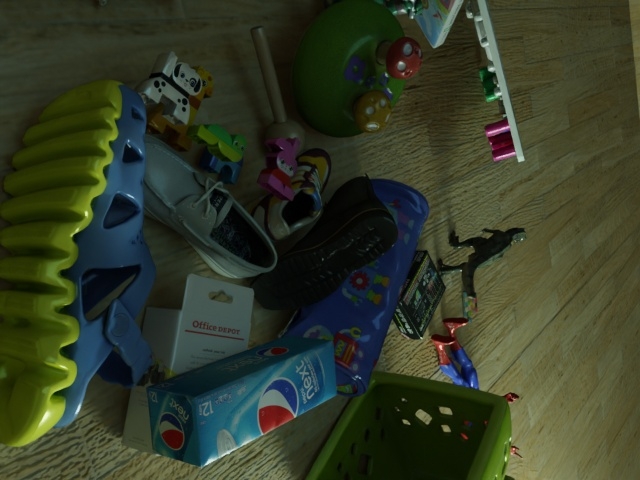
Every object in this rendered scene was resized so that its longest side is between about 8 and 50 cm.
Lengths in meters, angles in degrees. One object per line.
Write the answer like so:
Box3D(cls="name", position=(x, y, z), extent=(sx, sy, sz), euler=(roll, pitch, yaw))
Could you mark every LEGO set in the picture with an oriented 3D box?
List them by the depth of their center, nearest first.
Box3D(cls="LEGO set", position=(-0.115, -0.136, 0.690), extent=(0.227, 0.087, 0.093), euler=(35, 68, -48))

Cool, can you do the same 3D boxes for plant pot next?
Box3D(cls="plant pot", position=(0.143, 0.350, 0.892), extent=(0.228, 0.227, 0.207), euler=(-50, 131, -38))

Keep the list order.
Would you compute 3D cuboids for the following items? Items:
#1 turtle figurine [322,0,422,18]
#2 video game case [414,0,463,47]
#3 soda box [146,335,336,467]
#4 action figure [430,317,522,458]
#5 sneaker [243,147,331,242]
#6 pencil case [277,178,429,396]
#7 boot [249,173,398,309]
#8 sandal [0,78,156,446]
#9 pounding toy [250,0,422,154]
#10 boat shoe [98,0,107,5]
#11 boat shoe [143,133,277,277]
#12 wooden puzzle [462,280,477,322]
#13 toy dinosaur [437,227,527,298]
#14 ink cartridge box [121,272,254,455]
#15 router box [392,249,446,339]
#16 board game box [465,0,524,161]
Box3D(cls="turtle figurine", position=(0.060, -0.318, 0.888), extent=(0.175, 0.118, 0.234), euler=(-17, 120, -31))
Box3D(cls="video game case", position=(0.133, -0.403, 0.893), extent=(0.023, 0.193, 0.213), euler=(-29, 84, -4))
Box3D(cls="soda box", position=(-0.072, 0.157, 0.654), extent=(0.210, 0.071, 0.067), euler=(-12, 99, -52))
Box3D(cls="action figure", position=(0.302, 0.283, 1.149), extent=(0.091, 0.139, 0.281), euler=(-40, 121, -41))
Box3D(cls="sneaker", position=(-0.021, -0.058, 0.808), extent=(0.185, 0.083, 0.070), euler=(-52, 126, -36))
Box3D(cls="pencil case", position=(0.047, 0.056, 0.862), extent=(0.119, 0.133, 0.306), euler=(102, 11, -63))
Box3D(cls="boot", position=(0.000, 0.000, 0.815), extent=(0.077, 0.197, 0.137), euler=(58, 11, -31))
Box3D(cls="sandal", position=(-0.207, 0.015, 0.570), extent=(0.138, 0.126, 0.318), euler=(15, 85, -54))
Box3D(cls="pounding toy", position=(0.044, -0.197, 0.796), extent=(0.236, 0.110, 0.183), euler=(-23, 128, -27))
Box3D(cls="boat shoe", position=(-0.199, -0.260, 0.613), extent=(0.206, 0.075, 0.065), euler=(-26, 130, -43))
Box3D(cls="boat shoe", position=(-0.125, -0.037, 0.684), extent=(0.227, 0.081, 0.079), euler=(48, 52, -39))
Box3D(cls="wooden puzzle", position=(0.292, 0.120, 1.235), extent=(0.049, 0.006, 0.083), euler=(-12, 98, -49))
Box3D(cls="toy dinosaur", position=(0.276, 0.027, 1.132), extent=(0.268, 0.118, 0.064), euler=(-35, 115, -44))
Box3D(cls="ink cartridge box", position=(-0.138, 0.132, 0.680), extent=(0.104, 0.061, 0.182), euler=(21, 73, -49))
Box3D(cls="router box", position=(0.158, 0.090, 1.051), extent=(0.122, 0.038, 0.092), euler=(-56, 129, -35))
Box3D(cls="board game box", position=(0.266, -0.372, 1.077), extent=(0.390, 0.050, 0.390), euler=(-69, 141, -59))
